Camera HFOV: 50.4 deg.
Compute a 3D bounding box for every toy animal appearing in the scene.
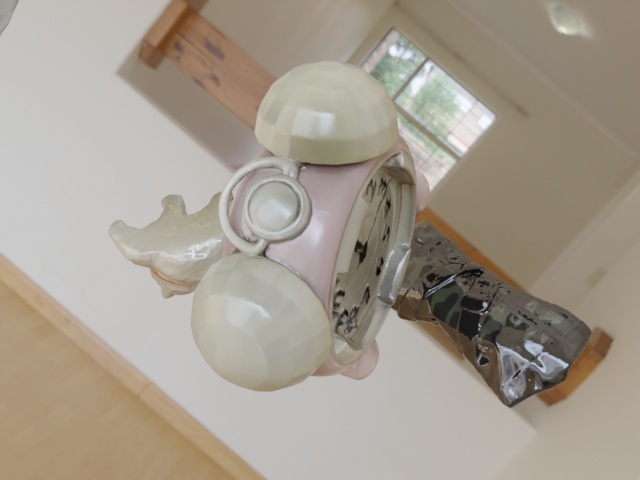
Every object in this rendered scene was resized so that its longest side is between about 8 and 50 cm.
[{"bbox_3d":[-0.220,0.010,1.363,0.266,0.308,0.188,29,-34,54],"label":"toy animal"}]

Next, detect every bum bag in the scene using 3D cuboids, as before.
[{"bbox_3d":[0.198,0.089,0.935,0.340,0.144,0.095,39,-11,42],"label":"bum bag"}]

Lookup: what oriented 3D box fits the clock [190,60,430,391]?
[{"bbox_3d":[0.000,0.000,0.771,0.184,0.342,0.326,11,-8,16],"label":"clock"}]

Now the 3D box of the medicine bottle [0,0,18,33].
[{"bbox_3d":[-0.380,-0.282,0.686,0.152,0.152,0.254,37,-21,-24],"label":"medicine bottle"}]
